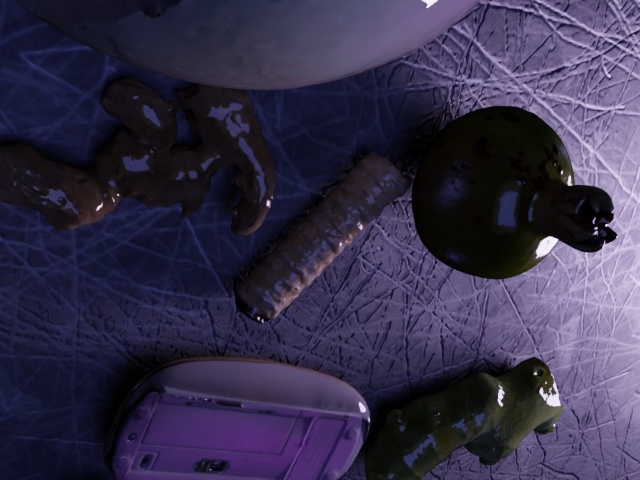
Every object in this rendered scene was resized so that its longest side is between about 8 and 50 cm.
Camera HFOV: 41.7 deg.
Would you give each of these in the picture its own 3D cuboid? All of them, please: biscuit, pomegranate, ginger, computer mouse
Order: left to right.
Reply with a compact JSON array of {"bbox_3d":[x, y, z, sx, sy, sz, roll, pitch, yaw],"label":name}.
[{"bbox_3d":[-0.163,-0.080,0.753,0.259,0.065,0.149,2,102,-22],"label":"ginger"},{"bbox_3d":[-0.087,0.211,0.937,0.310,0.072,0.158,13,111,-32],"label":"computer mouse"},{"bbox_3d":[0.000,0.000,0.878,0.219,0.055,0.061,-46,111,2],"label":"biscuit"},{"bbox_3d":[0.191,0.244,1.091,0.290,0.089,0.137,-11,129,-24],"label":"ginger"},{"bbox_3d":[0.195,-0.033,0.871,0.179,0.210,0.179,-28,150,-18],"label":"pomegranate"}]

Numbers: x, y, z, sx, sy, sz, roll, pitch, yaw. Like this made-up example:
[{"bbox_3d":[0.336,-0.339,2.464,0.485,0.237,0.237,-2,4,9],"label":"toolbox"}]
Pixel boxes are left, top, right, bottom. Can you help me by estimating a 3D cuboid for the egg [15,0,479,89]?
[{"bbox_3d":[-0.004,-0.271,0.568,0.340,0.354,0.354,3,116,-50],"label":"egg"}]
